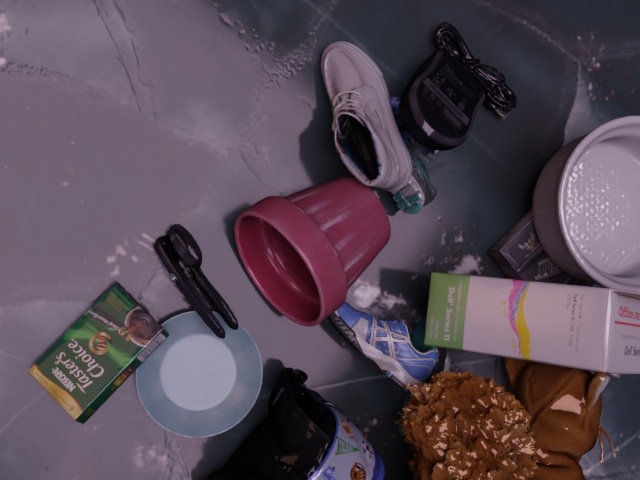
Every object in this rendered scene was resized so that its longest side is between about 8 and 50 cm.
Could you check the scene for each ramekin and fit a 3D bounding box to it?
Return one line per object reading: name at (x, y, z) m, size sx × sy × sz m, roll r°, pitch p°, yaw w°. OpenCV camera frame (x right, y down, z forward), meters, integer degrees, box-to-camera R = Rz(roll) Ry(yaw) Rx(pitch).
ramekin at (0.477, -0.052, 1.459) m, size 0.277 × 0.135 × 0.277 m, roll 0°, pitch 88°, yaw -13°

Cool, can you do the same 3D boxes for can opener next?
can opener at (-0.189, 0.066, 1.377) m, size 0.059 × 0.073 × 0.186 m, roll -28°, pitch 85°, yaw -17°

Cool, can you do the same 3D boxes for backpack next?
backpack at (-0.030, 0.356, 1.327) m, size 0.213 × 0.263 × 0.276 m, roll 39°, pitch 80°, yaw -11°

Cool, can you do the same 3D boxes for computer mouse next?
computer mouse at (0.198, -0.219, 1.445) m, size 0.188 × 0.072 × 0.272 m, roll 47°, pitch 43°, yaw -6°

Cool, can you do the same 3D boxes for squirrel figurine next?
squirrel figurine at (0.299, 0.338, 1.375) m, size 0.397 × 0.281 × 0.371 m, roll 34°, pitch 74°, yaw -35°

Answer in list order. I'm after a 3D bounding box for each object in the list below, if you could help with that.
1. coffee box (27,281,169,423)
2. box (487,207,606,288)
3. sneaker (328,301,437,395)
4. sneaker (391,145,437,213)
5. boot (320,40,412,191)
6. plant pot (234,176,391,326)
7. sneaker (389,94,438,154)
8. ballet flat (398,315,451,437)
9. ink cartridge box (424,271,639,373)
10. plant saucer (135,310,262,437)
coffee box at (-0.327, 0.166, 1.347) m, size 0.113 × 0.040 × 0.184 m, roll 42°, pitch 80°, yaw 17°
box at (0.425, 0.011, 1.545) m, size 0.231 × 0.056 × 0.183 m, roll -43°, pitch 98°, yaw -11°
sneaker at (0.091, 0.151, 1.440) m, size 0.211 × 0.080 × 0.081 m, roll 41°, pitch 87°, yaw 1°
sneaker at (0.133, -0.123, 1.479) m, size 0.076 × 0.065 × 0.167 m, roll -19°, pitch 81°, yaw -46°
boot at (0.057, -0.197, 1.393) m, size 0.095 × 0.123 × 0.258 m, roll -30°, pitch 80°, yaw 21°
plant pot at (0.000, 0.000, 1.381) m, size 0.180 × 0.201 × 0.201 m, roll -34°, pitch 98°, yaw -27°
sneaker at (0.146, -0.190, 1.480) m, size 0.144 × 0.053 × 0.059 m, roll 25°, pitch 86°, yaw -11°
ballet flat at (0.173, 0.226, 1.483) m, size 0.074 × 0.074 × 0.203 m, roll 13°, pitch 81°, yaw -13°
ink cartridge box at (0.359, 0.126, 1.355) m, size 0.207 × 0.353 × 0.119 m, roll 12°, pitch 84°, yaw -54°
plant saucer at (-0.187, 0.204, 1.405) m, size 0.194 × 0.037 × 0.195 m, roll 0°, pitch 90°, yaw -14°
